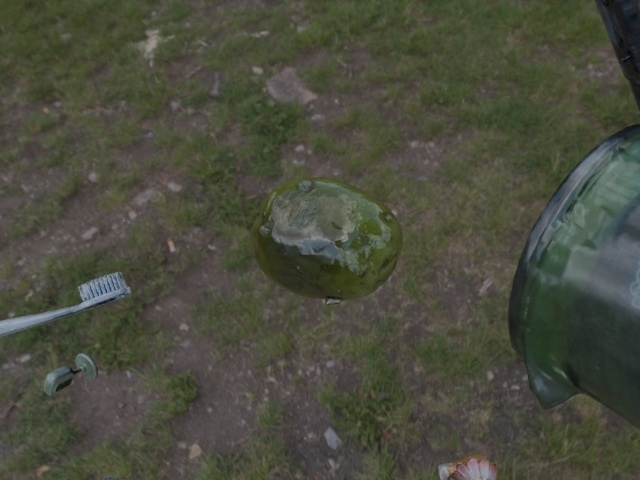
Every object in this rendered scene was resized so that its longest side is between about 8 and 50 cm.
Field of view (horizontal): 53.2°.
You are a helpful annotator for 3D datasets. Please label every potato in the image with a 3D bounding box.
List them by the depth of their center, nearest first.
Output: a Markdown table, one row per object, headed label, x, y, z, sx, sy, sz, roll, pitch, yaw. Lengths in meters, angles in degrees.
| label | x | y | z | sx | sy | sz | roll | pitch | yaw |
| --- | --- | --- | --- | --- | --- | --- | --- | --- | --- |
| potato | 0.001 | 0.002 | 0.968 | 0.228 | 0.197 | 0.149 | 32 | 40 | 22 |

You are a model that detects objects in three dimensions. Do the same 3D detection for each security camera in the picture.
| label | x | y | z | sx | sy | sz | roll | pitch | yaw |
| --- | --- | --- | --- | --- | --- | --- | --- | --- | --- |
| security camera | -0.451 | 0.245 | 1.144 | 0.058 | 0.058 | 0.092 | 21 | 30 | 22 |

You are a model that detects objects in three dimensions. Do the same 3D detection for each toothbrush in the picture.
| label | x | y | z | sx | sy | sz | roll | pitch | yaw |
| --- | --- | --- | --- | --- | --- | --- | --- | --- | --- |
| toothbrush | -0.314 | 0.087 | 0.570 | 0.288 | 0.024 | 0.026 | -20 | 93 | -17 |

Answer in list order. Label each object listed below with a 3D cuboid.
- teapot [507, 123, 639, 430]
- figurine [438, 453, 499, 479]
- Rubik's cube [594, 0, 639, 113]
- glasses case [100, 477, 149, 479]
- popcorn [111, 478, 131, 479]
| label | x | y | z | sx | sy | sz | roll | pitch | yaw |
| --- | --- | --- | --- | --- | --- | --- | --- | --- | --- |
| teapot | 0.281 | 0.040 | 0.332 | 0.337 | 0.200 | 0.270 | 35 | 97 | 44 |
| figurine | 0.255 | 0.416 | 1.004 | 0.102 | 0.111 | 0.195 | -37 | 25 | 15 |
| Rubik's cube | 0.429 | -0.272 | 0.517 | 0.364 | 0.362 | 0.358 | -7 | 64 | 34 |
| glasses case | -0.254 | 0.423 | 0.973 | 0.283 | 0.109 | 0.067 | -6 | 11 | 33 |
| popcorn | -0.242 | 0.391 | 0.725 | 0.235 | 0.181 | 0.216 | 25 | 100 | 48 |
